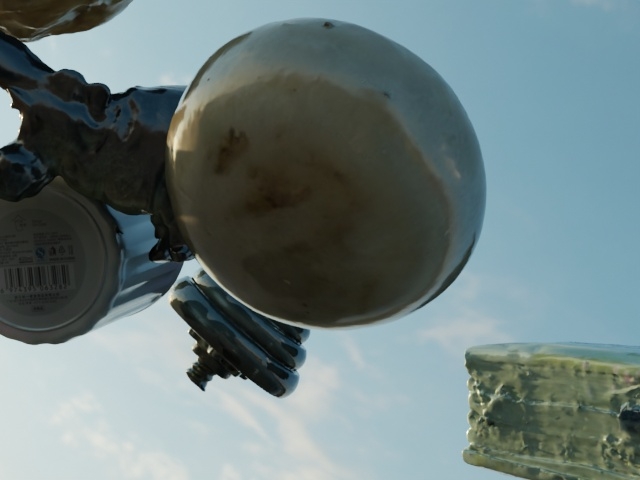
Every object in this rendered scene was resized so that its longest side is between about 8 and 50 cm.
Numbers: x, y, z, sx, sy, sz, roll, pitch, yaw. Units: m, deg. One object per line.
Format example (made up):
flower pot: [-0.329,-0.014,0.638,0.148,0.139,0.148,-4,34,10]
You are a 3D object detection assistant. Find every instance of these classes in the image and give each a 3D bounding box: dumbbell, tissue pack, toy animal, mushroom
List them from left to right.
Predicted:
toy animal: [-0.132,-0.067,0.801,0.343,0.168,0.106,7,-3,-22]
dumbbell: [0.000,0.000,1.074,0.179,0.406,0.179,41,-3,3]
mushroom: [0.014,-0.053,0.650,0.207,0.215,0.207,13,-57,20]
tissue pack: [0.385,0.201,1.117,0.388,0.162,0.287,9,-6,-40]

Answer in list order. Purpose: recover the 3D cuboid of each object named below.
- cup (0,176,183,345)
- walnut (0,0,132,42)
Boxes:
cup: [-0.224,-0.021,0.908,0.167,0.202,0.221,-1,-84,5]
walnut: [-0.238,-0.282,0.896,0.198,0.245,0.198,54,-11,15]
